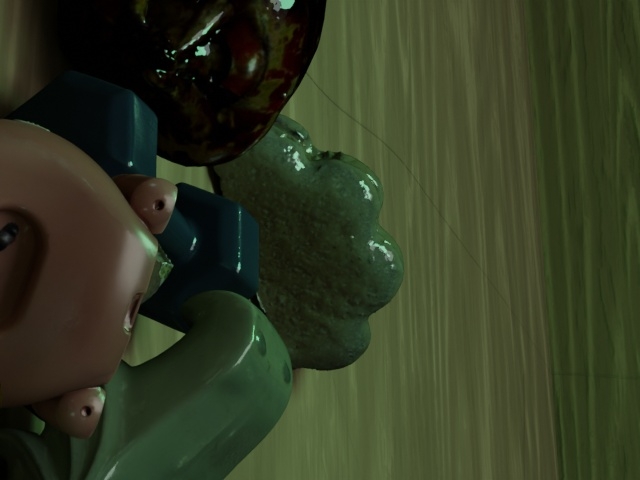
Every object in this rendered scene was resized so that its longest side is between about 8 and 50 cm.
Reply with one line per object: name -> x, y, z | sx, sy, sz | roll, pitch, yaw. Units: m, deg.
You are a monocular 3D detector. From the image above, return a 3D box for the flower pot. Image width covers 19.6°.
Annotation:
flower pot -> -0.155, 0.229, 1.546 | 0.164, 0.254, 0.367 | 54, 29, -50

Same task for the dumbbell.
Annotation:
dumbbell -> -0.179, -0.031, 1.784 | 0.143, 0.156, 0.316 | 56, 4, 33

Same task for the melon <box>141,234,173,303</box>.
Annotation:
melon -> -0.197, 0.003, 1.595 | 0.139, 0.202, 0.093 | -47, 127, -50

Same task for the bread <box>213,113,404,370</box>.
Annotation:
bread -> -0.001, -0.002, 2.220 | 0.102, 0.183, 0.337 | -79, 153, -63

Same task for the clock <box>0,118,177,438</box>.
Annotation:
clock -> -0.255, 0.016, 1.418 | 0.227, 0.241, 0.142 | -70, -162, -5

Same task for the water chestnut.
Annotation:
water chestnut -> -0.137, -0.216, 1.859 | 0.244, 0.289, 0.289 | -18, 99, -38
